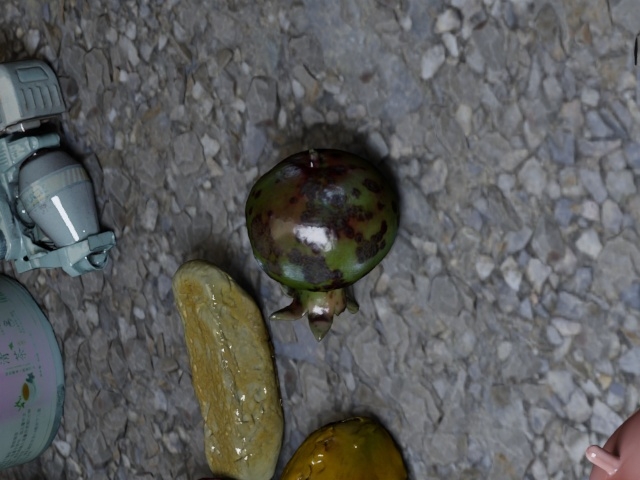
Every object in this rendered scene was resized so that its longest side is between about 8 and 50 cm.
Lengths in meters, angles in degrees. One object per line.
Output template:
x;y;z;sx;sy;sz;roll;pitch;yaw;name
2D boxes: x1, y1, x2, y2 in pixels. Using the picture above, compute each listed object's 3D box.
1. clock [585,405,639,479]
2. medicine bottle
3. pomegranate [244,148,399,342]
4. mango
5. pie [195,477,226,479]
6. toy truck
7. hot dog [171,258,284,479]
0.307;0.207;1.250;0.142;0.241;0.227;-47;66;38;clock
-0.484;0.177;2.013;0.245;0.290;0.245;13;108;43;medicine bottle
-0.006;-0.004;1.590;0.148;0.148;0.169;44;126;30;pomegranate
0.033;0.291;1.631;0.151;0.156;0.249;132;138;-69;mango
-0.074;0.313;1.761;0.182;0.049;0.182;30;146;23;pie
-0.322;-0.079;1.924;0.140;0.108;0.257;-15;91;34;toy truck
-0.088;0.133;1.753;0.084;0.073;0.243;-5;99;50;hot dog
